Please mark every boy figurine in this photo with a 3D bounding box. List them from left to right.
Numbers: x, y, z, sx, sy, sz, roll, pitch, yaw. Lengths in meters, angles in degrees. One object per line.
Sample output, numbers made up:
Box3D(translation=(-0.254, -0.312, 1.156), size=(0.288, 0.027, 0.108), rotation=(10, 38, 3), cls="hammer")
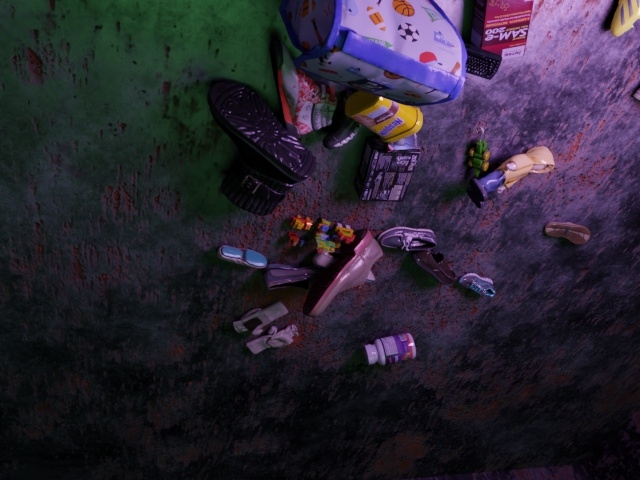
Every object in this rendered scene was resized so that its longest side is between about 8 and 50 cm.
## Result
Box3D(translation=(0.600, -0.204, 1.723), size=(0.285, 0.092, 0.177), rotation=(-25, 159, -9), cls="boy figurine")

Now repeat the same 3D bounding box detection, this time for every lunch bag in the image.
Box3D(translation=(0.108, -0.449, 1.188), size=(0.328, 0.385, 0.239), rotation=(12, 126, -26), cls="lunch bag")

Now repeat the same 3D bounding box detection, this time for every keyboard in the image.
Box3D(translation=(0.365, -0.460, 1.426), size=(0.192, 0.038, 0.100), rotation=(19, 137, 5), cls="keyboard")

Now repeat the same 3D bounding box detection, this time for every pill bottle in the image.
Box3D(translation=(0.278, 0.443, 2.211), size=(0.194, 0.108, 0.108), rotation=(-11, 132, -6), cls="pill bottle")

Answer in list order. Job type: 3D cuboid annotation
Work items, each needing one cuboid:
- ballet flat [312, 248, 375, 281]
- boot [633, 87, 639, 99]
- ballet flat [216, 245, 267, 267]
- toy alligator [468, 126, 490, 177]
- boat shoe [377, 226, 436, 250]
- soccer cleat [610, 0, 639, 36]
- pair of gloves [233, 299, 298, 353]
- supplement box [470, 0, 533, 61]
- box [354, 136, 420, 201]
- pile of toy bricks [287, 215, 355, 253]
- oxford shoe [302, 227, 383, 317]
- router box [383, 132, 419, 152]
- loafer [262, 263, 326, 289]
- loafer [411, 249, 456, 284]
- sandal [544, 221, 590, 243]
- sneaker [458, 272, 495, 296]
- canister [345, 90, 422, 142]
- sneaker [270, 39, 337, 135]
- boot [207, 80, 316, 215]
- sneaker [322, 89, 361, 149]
Box3D(translation=(0.092, 0.077, 1.862), size=(0.248, 0.086, 0.086), rotation=(16, 124, -26), cls="ballet flat")
Box3D(translation=(1.071, -0.467, 1.650), size=(0.213, 0.077, 0.165), rotation=(13, 126, -19), cls="boot")
Box3D(translation=(-0.255, 0.054, 1.767), size=(0.168, 0.057, 0.052), rotation=(20, 151, -25), cls="ballet flat")
Box3D(translation=(0.493, -0.277, 1.677), size=(0.051, 0.056, 0.189), rotation=(-44, 143, -32), cls="toy alligator")
Box3D(translation=(0.297, 0.001, 1.855), size=(0.206, 0.065, 0.075), rotation=(-2, 131, -14), cls="boat shoe")
Box3D(translation=(0.823, -0.675, 1.409), size=(0.121, 0.093, 0.289), rotation=(24, 131, 4), cls="soccer cleat")
Box3D(translation=(-0.197, 0.333, 2.027), size=(0.204, 0.042, 0.240), rotation=(-19, 134, 1), cls="pair of gloves")
Box3D(translation=(0.459, -0.580, 1.381), size=(0.130, 0.073, 0.239), rotation=(-12, 134, -5), cls="supplement box")
Box3D(translation=(0.196, -0.210, 1.631), size=(0.147, 0.077, 0.180), rotation=(0, 131, -15), cls="box")
Box3D(translation=(0.000, 0.000, 1.743), size=(0.212, 0.105, 0.118), rotation=(11, 127, -24), cls="pile of toy bricks")
Box3D(translation=(0.082, 0.126, 1.757), size=(0.130, 0.123, 0.348), rotation=(46, 74, -21), cls="oxford shoe")
Box3D(translation=(0.222, -0.307, 1.531), size=(0.092, 0.122, 0.038), rotation=(-5, 176, -12), cls="router box")
Box3D(translation=(-0.066, 0.139, 1.855), size=(0.268, 0.084, 0.096), rotation=(5, 141, -16), cls="loafer")
Box3D(translation=(0.422, 0.088, 1.956), size=(0.220, 0.080, 0.078), rotation=(30, 118, -34), cls="loafer")
Box3D(translation=(0.905, -0.038, 2.007), size=(0.180, 0.049, 0.072), rotation=(12, 122, -7), cls="sandal")
Box3D(translation=(0.603, 0.174, 2.086), size=(0.167, 0.076, 0.065), rotation=(10, 126, -23), cls="sneaker")
Box3D(translation=(0.160, -0.324, 1.400), size=(0.170, 0.073, 0.126), rotation=(21, 154, -41), cls="canister")
Box3D(translation=(-0.039, -0.396, 1.396), size=(0.145, 0.090, 0.270), rotation=(-14, 136, -5), cls="sneaker")
Box3D(translation=(-0.205, -0.229, 1.471), size=(0.348, 0.131, 0.260), rotation=(45, 139, -13), cls="boot")
Box3D(translation=(0.081, -0.349, 1.481), size=(0.234, 0.078, 0.106), rotation=(-39, 126, 14), cls="sneaker")
